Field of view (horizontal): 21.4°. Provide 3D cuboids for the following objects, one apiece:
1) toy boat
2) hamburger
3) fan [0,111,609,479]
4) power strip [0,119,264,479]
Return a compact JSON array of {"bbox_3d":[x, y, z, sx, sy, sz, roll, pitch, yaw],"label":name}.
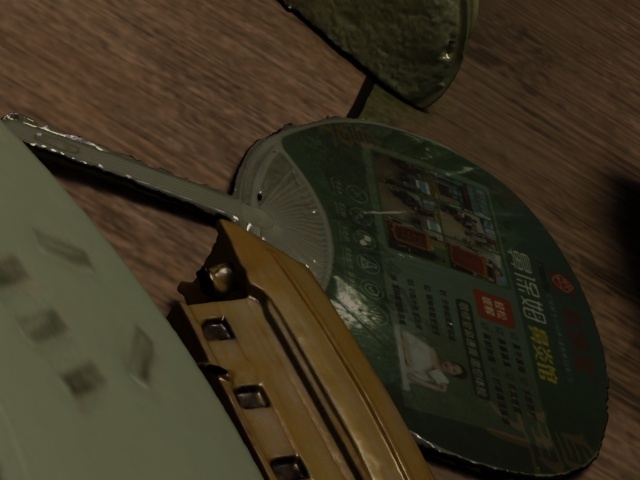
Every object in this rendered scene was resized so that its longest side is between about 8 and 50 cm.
[{"bbox_3d":[-0.010,0.080,0.630,0.077,0.057,0.200,-5,52,-36],"label":"toy boat"},{"bbox_3d":[0.038,-0.137,0.899,0.121,0.084,0.054,46,35,13],"label":"hamburger"},{"bbox_3d":[0.019,-0.009,0.794,0.294,0.012,0.223,36,35,1],"label":"fan"},{"bbox_3d":[-0.149,0.067,0.339,0.357,0.161,0.357,46,17,-19],"label":"power strip"}]
